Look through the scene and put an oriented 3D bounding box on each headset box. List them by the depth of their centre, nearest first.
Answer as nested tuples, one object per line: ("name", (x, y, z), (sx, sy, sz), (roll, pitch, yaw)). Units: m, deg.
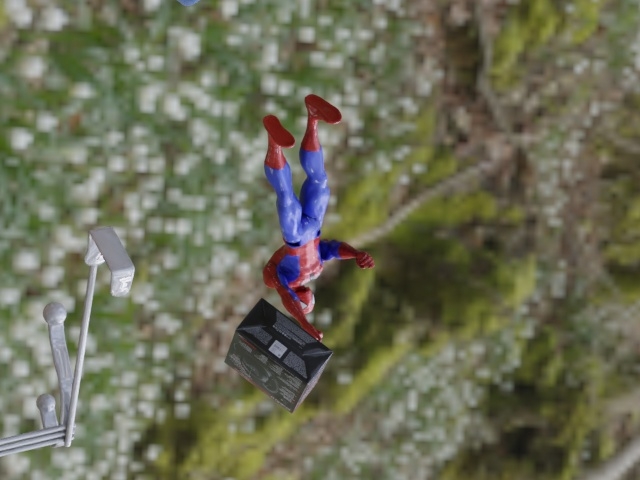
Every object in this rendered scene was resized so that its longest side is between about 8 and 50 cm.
("headset box", (-0.030, 0.081, 1.328), (0.032, 0.062, 0.083), (-51, 173, -21))

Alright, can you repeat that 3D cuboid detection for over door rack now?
("over door rack", (-0.311, 0.095, 1.673), (0.108, 0.239, 0.324), (64, -29, 26))

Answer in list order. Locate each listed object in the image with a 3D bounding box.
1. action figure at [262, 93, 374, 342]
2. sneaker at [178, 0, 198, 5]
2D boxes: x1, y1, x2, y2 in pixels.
("action figure", (0.000, 0.000, 1.994), (0.139, 0.091, 0.280), (48, -28, 31))
("sneaker", (-0.063, -0.246, 1.225), (0.232, 0.090, 0.081), (-47, -158, 42))
